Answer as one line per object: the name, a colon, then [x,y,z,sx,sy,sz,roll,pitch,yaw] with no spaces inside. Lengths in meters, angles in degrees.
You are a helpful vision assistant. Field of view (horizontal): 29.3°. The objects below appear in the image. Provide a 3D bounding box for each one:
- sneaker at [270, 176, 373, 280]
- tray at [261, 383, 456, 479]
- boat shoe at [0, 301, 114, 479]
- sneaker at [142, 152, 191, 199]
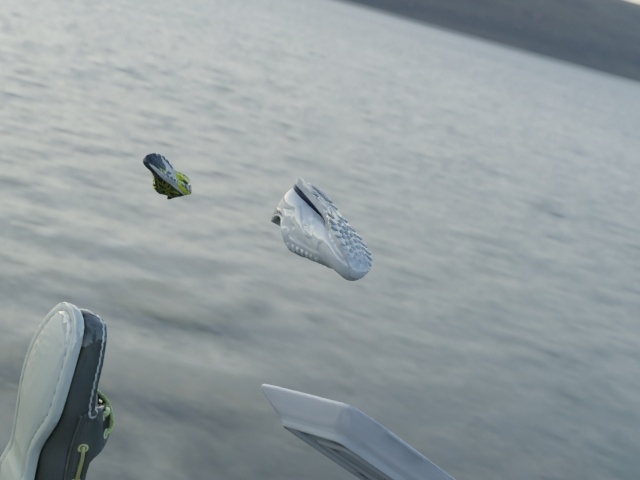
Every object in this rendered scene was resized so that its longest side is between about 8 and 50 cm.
sneaker: [0.000,0.000,1.916,0.090,0.095,0.235,35,13,-41]
tray: [0.068,0.218,1.144,0.270,0.030,0.145,39,-19,-30]
boat shoe: [-0.275,0.201,1.307,0.091,0.305,0.109,7,26,-30]
sneaker: [-0.183,-0.070,1.420,0.083,0.035,0.031,43,27,-47]
